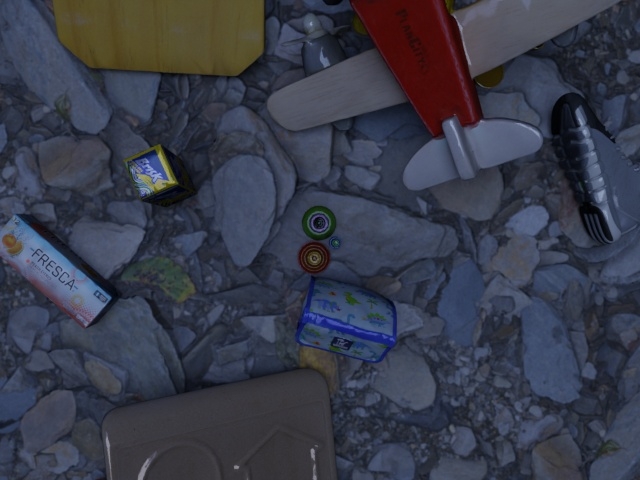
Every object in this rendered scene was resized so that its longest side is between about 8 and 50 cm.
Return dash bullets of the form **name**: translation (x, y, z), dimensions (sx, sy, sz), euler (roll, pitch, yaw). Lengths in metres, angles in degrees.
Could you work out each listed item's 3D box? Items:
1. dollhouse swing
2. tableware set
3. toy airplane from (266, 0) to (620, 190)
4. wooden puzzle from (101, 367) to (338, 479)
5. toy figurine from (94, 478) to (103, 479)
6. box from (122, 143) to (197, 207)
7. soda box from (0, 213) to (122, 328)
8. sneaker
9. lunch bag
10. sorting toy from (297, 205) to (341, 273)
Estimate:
- **dollhouse swing**: translation (-0.215, -0.456, 0.975), dimensions (0.346, 0.305, 0.315), euler (2, 49, -1)
- **tableware set**: translation (0.254, -0.280, 1.008), dimensions (0.154, 0.024, 0.104), euler (-18, 92, -2)
- **toy airplane**: translation (0.147, -0.264, 0.897), dimensions (0.385, 0.273, 0.385), euler (18, 130, -3)
- **wooden puzzle**: translation (-0.124, 0.373, 0.936), dimensions (0.321, 0.080, 0.348), euler (-6, 87, -29)
- **toy figurine**: translation (-0.317, 0.397, 0.971), dimensions (0.159, 0.130, 0.173), euler (-8, 69, 8)
- **box**: translation (-0.213, -0.084, 0.925), dimensions (0.054, 0.169, 0.059), euler (-24, 91, -1)
- **soda box**: translation (-0.379, 0.042, 0.979), dimensions (0.183, 0.058, 0.063), euler (42, 90, -3)
- **sneaker**: translation (0.428, -0.120, 0.993), dimensions (0.132, 0.086, 0.229), euler (-22, 102, -6)
- **lunch bag**: translation (0.035, 0.111, 0.945), dimensions (0.128, 0.151, 0.096), euler (15, 90, -2)
- **sorting toy**: translation (0.000, 0.000, 0.996), dimensions (0.061, 0.042, 0.102), euler (7, 90, -2)
